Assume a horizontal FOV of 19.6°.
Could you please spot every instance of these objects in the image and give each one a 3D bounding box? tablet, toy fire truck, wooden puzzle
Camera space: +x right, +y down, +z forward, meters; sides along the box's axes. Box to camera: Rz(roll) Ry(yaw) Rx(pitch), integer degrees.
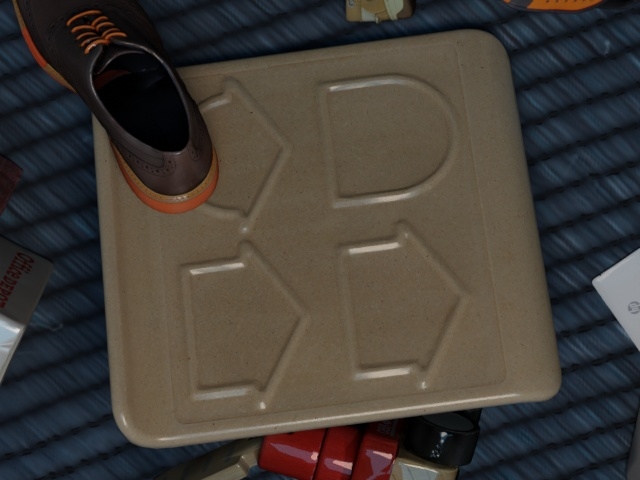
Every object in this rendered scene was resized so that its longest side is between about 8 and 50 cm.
[{"bbox_3d":[0.279,0.053,1.605,0.054,0.006,0.083,-35,102,8],"label":"tablet"},{"bbox_3d":[-0.004,0.171,1.530,0.246,0.217,0.159,16,104,3],"label":"toy fire truck"},{"bbox_3d":[0.000,0.000,1.491,0.347,0.080,0.322,-6,68,-3],"label":"wooden puzzle"}]

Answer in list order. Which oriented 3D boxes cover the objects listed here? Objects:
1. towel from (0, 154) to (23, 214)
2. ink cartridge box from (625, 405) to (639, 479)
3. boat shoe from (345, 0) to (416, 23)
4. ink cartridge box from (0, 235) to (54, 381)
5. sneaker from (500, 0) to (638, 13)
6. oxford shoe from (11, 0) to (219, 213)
[{"bbox_3d":[-0.384,-0.111,1.435,0.329,0.237,0.037,38,101,-10],"label":"towel"},{"bbox_3d":[0.418,0.152,1.575,0.272,0.115,0.198,8,105,-4],"label":"ink cartridge box"},{"bbox_3d":[0.027,-0.266,1.492,0.072,0.068,0.190,-7,105,13],"label":"boat shoe"},{"bbox_3d":[-0.365,0.030,1.492,0.272,0.197,0.114,28,102,-8],"label":"ink cartridge box"},{"bbox_3d":[0.142,-0.286,1.455,0.321,0.124,0.180,30,101,-8],"label":"sneaker"},{"bbox_3d":[-0.164,-0.152,1.455,0.097,0.098,0.271,-33,72,-13],"label":"oxford shoe"}]
